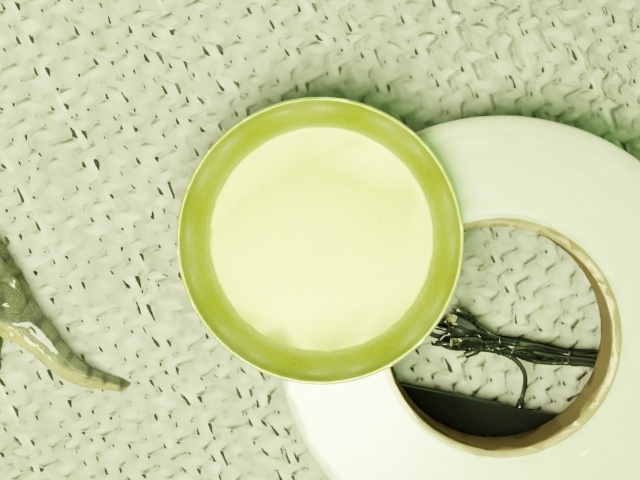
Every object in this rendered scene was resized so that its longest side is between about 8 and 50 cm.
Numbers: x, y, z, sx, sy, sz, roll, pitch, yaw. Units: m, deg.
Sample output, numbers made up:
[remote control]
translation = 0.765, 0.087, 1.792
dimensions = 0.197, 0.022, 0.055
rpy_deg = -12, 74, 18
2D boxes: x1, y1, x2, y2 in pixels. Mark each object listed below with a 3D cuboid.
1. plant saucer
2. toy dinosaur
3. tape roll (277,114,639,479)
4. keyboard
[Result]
[plant saucer]
translation = 0.000, 0.000, 1.215
dimensions = 0.241, 0.037, 0.241
rpy_deg = 0, 93, 3
[toy dinosaur]
translation = -0.297, 0.067, 1.275
dimensions = 0.118, 0.064, 0.268
rpy_deg = -38, 105, -2
[tape roll]
translation = 0.157, 0.083, 1.266
dimensions = 0.392, 0.072, 0.392
rpy_deg = 0, 92, 3
[keyboard]
translation = 0.179, 0.172, 1.343
dimensions = 0.317, 0.033, 0.201
rpy_deg = 13, 102, -7
